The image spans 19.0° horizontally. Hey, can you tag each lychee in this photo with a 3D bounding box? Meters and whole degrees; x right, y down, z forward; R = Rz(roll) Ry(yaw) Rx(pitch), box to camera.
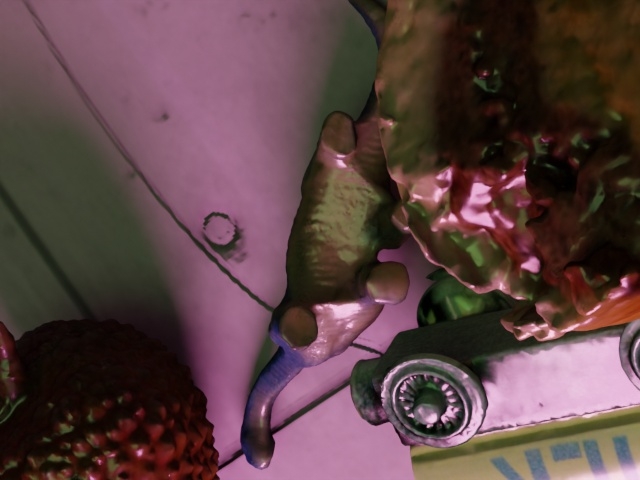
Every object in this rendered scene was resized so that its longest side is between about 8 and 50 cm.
[{"bbox_3d":[-0.141,0.121,1.071,0.165,0.165,0.197,-20,130,28],"label":"lychee"}]

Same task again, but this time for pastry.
[{"bbox_3d":[0.159,-0.088,0.871,0.256,0.170,0.237,-37,58,32],"label":"pastry"}]

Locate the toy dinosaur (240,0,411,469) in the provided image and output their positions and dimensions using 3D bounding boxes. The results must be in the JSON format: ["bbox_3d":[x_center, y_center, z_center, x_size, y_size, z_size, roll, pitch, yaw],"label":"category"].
[{"bbox_3d":[0.000,0.000,1.046,0.075,0.188,0.248,9,79,-14],"label":"toy dinosaur"}]

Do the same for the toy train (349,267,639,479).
[{"bbox_3d":[0.144,0.088,0.977,0.253,0.105,0.157,-14,114,27],"label":"toy train"}]
